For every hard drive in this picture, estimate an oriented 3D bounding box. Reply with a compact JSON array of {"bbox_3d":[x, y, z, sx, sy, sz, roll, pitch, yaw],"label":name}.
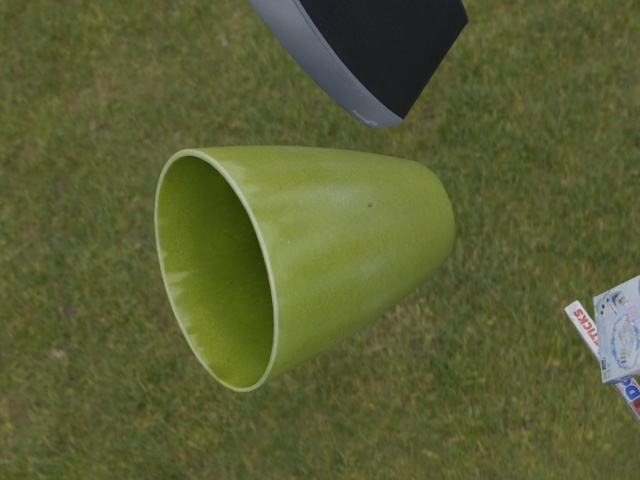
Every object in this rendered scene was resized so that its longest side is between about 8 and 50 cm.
[{"bbox_3d":[0.043,-0.223,1.111,0.054,0.255,0.172,28,81,40],"label":"hard drive"}]

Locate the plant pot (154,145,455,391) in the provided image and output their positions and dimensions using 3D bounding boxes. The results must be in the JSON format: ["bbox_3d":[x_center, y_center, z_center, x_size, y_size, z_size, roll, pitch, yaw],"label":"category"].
[{"bbox_3d":[0.000,0.000,1.393,0.293,0.275,0.275,-16,54,-30],"label":"plant pot"}]

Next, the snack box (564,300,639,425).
[{"bbox_3d":[0.329,0.149,1.327,0.022,0.064,0.178,-32,58,4],"label":"snack box"}]

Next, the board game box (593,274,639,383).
[{"bbox_3d":[0.304,0.087,1.173,0.020,0.090,0.090,6,69,-21],"label":"board game box"}]
